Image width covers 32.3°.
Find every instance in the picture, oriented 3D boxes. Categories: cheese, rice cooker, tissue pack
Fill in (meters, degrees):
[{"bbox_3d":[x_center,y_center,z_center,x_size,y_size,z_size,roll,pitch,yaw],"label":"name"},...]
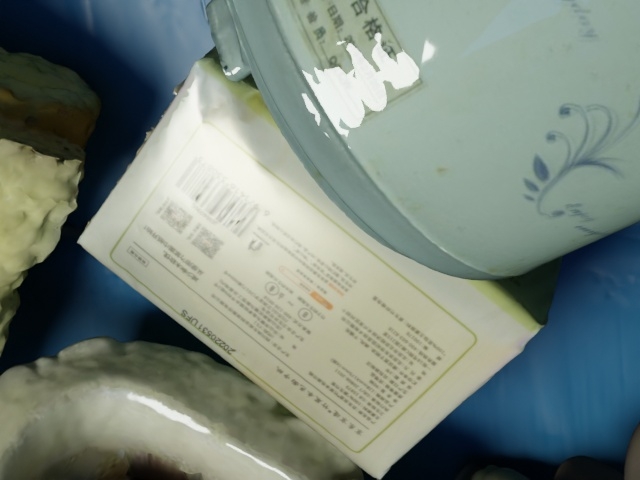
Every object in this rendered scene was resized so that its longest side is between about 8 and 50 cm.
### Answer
[{"bbox_3d":[-0.096,0.229,0.684,0.332,0.292,0.153,21,142,10],"label":"cheese"},{"bbox_3d":[0.122,-0.134,0.469,0.317,0.264,0.316,-6,80,36],"label":"rice cooker"},{"bbox_3d":[0.000,0.000,0.649,0.234,0.125,0.159,38,122,-3],"label":"tissue pack"}]

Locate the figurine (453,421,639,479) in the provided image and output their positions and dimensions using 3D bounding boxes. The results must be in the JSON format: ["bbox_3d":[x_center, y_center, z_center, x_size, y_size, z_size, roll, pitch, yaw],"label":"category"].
[{"bbox_3d":[0.219,0.151,0.609,0.381,0.248,0.203,-25,82,39],"label":"figurine"}]

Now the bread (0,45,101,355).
[{"bbox_3d":[-0.316,0.023,0.723,0.237,0.165,0.375,21,121,-19],"label":"bread"}]
